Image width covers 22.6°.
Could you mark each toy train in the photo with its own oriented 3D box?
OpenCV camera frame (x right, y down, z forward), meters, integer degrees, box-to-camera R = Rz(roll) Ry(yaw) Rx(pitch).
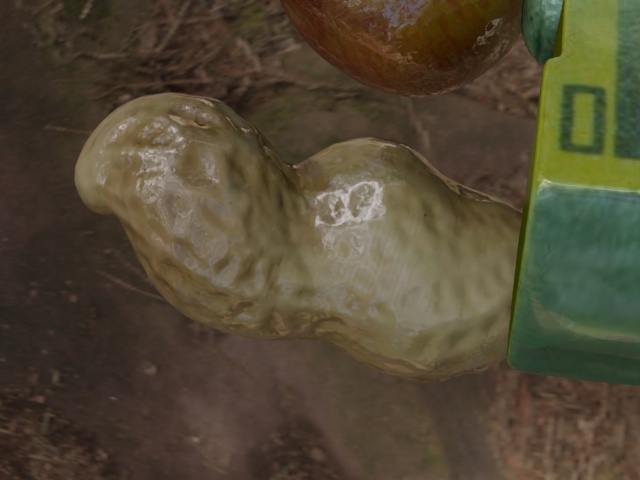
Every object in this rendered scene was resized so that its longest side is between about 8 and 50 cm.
[{"bbox_3d":[0.259,-0.042,0.622,0.369,0.150,0.237,7,50,6],"label":"toy train"}]

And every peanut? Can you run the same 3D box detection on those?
[{"bbox_3d":[0.000,0.000,0.713,0.228,0.085,0.104,14,104,-18],"label":"peanut"}]

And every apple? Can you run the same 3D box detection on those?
[{"bbox_3d":[0.068,-0.218,1.239,0.211,0.188,0.211,-4,76,17],"label":"apple"}]
